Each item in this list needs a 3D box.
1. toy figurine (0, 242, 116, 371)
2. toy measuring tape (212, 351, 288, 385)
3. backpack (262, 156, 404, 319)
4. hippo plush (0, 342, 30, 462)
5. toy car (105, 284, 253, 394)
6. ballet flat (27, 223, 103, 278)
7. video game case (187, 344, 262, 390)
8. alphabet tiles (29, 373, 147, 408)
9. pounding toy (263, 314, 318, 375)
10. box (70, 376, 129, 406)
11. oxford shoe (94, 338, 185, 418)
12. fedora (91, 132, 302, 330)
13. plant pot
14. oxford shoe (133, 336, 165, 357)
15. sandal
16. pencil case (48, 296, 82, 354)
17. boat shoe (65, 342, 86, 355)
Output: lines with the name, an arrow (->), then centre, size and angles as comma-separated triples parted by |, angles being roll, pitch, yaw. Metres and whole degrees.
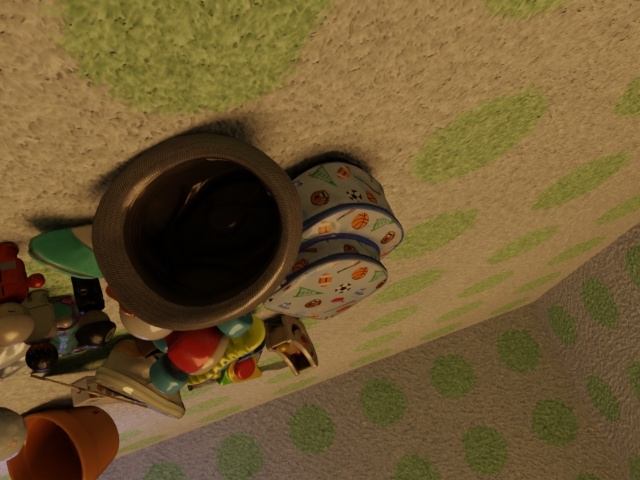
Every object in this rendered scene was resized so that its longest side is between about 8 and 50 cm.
toy figurine -> -0.447, 0.118, 0.806 | 0.210, 0.148, 0.213 | -30, 158, 20
toy measuring tape -> -0.211, 0.376, 1.706 | 0.330, 0.121, 0.121 | -4, 153, -41
backpack -> 0.000, 0.000, 0.895 | 0.263, 0.213, 0.277 | -43, 149, 21
hippo plush -> -0.603, 0.268, 0.894 | 0.234, 0.236, 0.294 | -34, 156, 30
toy car -> -0.291, 0.126, 1.001 | 0.219, 0.210, 0.238 | -41, 125, 13
ballet flat -> -0.321, 0.016, 0.804 | 0.087, 0.083, 0.247 | -48, 157, 0
video game case -> -0.338, 0.444, 1.852 | 0.248, 0.035, 0.275 | -13, 158, -20
alphabet tiles -> -0.564, 0.362, 1.284 | 0.237, 0.009, 0.198 | 31, 154, -35
pounding toy -> -0.111, 0.337, 1.627 | 0.155, 0.154, 0.269 | -26, 154, 9
box -> -0.581, 0.439, 1.569 | 0.067, 0.063, 0.324 | -27, 158, 18
oxford shoe -> -0.438, 0.370, 1.392 | 0.169, 0.130, 0.449 | 14, 153, 11
fedora -> -0.152, -0.017, 0.730 | 0.275, 0.243, 0.124 | -35, -175, 11
plant pot -> -0.753, 0.630, 1.608 | 0.291, 0.290, 0.203 | -30, 173, 20
oxford shoe -> -0.326, 0.234, 1.277 | 0.227, 0.096, 0.083 | -10, 154, -31
sandal -> -0.273, 0.312, 1.485 | 0.318, 0.126, 0.138 | -24, 162, 11
pencil case -> -0.479, 0.161, 0.994 | 0.065, 0.070, 0.151 | 23, 144, -14
boat shoe -> -0.499, 0.201, 1.098 | 0.152, 0.056, 0.049 | -16, 165, 13
